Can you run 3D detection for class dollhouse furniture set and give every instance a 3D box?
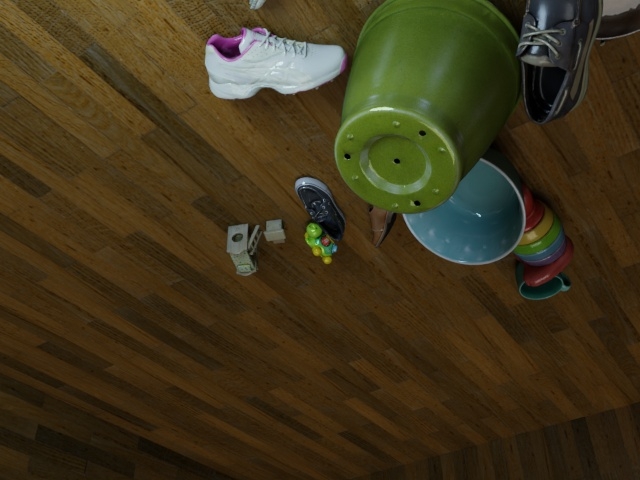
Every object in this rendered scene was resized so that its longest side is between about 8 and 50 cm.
[{"bbox_3d":[-0.163,0.044,2.044,0.161,0.101,0.182,-8,141,8],"label":"dollhouse furniture set"}]

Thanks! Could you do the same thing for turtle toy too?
[{"bbox_3d":[0.000,0.000,2.016,0.066,0.095,0.130,-40,132,10],"label":"turtle toy"}]

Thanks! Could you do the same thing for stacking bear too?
[{"bbox_3d":[0.551,-0.042,1.933,0.164,0.175,0.289,-29,127,20],"label":"stacking bear"}]

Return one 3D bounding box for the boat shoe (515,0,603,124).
[{"bbox_3d":[0.441,-0.369,1.348,0.132,0.130,0.355,18,141,35],"label":"boat shoe"}]

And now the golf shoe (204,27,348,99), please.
[{"bbox_3d":[-0.097,-0.381,1.510,0.306,0.115,0.140,-8,138,6],"label":"golf shoe"}]

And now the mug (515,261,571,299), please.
[{"bbox_3d":[0.659,0.107,2.164,0.129,0.097,0.158,-28,135,29],"label":"mug"}]

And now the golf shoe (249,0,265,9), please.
[{"bbox_3d":[-0.077,-0.508,1.387,0.086,0.069,0.176,13,140,-27],"label":"golf shoe"}]

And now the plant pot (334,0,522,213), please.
[{"bbox_3d":[0.190,-0.248,1.403,0.366,0.353,0.366,14,135,14],"label":"plant pot"}]

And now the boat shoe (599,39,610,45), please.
[{"bbox_3d":[0.587,-0.450,1.473,0.257,0.095,0.095,3,146,12],"label":"boat shoe"}]

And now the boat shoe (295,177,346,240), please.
[{"bbox_3d":[0.003,-0.076,1.921,0.080,0.076,0.228,-17,139,17],"label":"boat shoe"}]

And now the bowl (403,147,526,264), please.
[{"bbox_3d":[0.369,-0.113,1.771,0.311,0.163,0.311,18,131,21],"label":"bowl"}]

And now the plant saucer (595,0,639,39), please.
[{"bbox_3d":[0.531,-0.529,1.330,0.310,0.050,0.311,9,127,12],"label":"plant saucer"}]

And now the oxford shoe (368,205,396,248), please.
[{"bbox_3d":[0.164,-0.058,1.975,0.076,0.076,0.212,27,145,12],"label":"oxford shoe"}]
